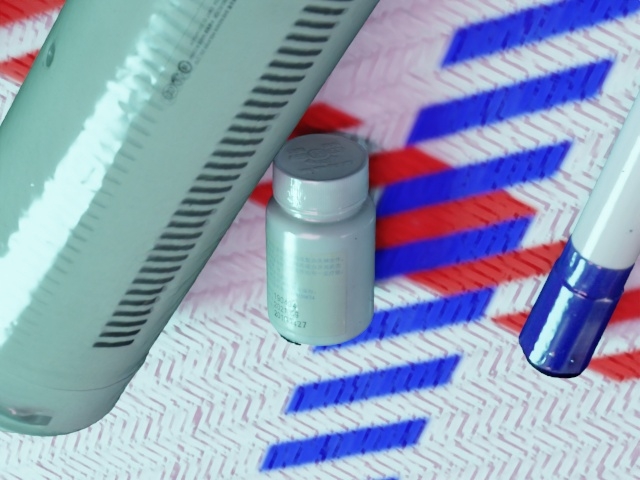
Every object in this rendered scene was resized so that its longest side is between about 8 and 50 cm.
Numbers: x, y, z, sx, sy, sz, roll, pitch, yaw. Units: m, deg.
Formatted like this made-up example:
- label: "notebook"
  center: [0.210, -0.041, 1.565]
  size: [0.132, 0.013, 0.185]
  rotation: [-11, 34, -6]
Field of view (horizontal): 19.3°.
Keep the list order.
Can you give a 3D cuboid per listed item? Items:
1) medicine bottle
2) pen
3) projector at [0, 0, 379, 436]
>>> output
- label: "medicine bottle"
  center: [0.000, 0.000, 0.801]
  size: [0.047, 0.047, 0.083]
  rotation: [10, 124, 16]
- label: "pen"
  center: [0.135, -0.052, 0.720]
  size: [0.033, 0.033, 0.269]
  rotation: [25, 127, 6]
- label: "projector"
  center: [-0.061, -0.060, 0.750]
  size: [0.108, 0.108, 0.337]
  rotation: [35, 128, -1]
